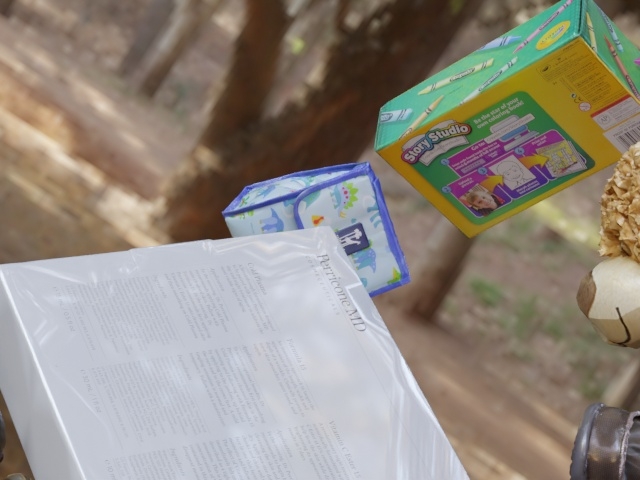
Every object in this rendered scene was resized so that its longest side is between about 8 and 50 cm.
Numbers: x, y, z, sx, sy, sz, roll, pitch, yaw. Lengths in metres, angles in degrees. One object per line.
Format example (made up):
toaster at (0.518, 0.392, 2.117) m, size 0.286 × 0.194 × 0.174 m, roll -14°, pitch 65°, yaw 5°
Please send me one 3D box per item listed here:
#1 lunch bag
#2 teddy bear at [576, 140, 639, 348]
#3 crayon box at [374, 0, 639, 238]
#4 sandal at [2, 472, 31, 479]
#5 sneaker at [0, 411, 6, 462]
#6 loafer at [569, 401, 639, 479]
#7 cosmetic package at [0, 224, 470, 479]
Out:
lunch bag at (0.000, 0.000, 1.856) m, size 0.096 × 0.151 × 0.129 m, roll -56°, pitch 129°, yaw -63°
teddy bear at (0.238, 0.097, 0.967) m, size 0.338 × 0.113 × 0.245 m, roll 52°, pitch 21°, yaw 1°
crayon box at (0.216, -0.129, 2.052) m, size 0.165 × 0.278 × 0.081 m, roll 42°, pitch 38°, yaw -28°
sandal at (-0.276, 0.262, 1.639) m, size 0.049 × 0.072 × 0.180 m, roll 23°, pitch 26°, yaw -22°
sneaker at (-0.344, 0.223, 1.665) m, size 0.106 × 0.281 × 0.162 m, roll 19°, pitch 6°, yaw 34°
loafer at (0.365, 0.273, 1.848) m, size 0.130 × 0.134 × 0.366 m, roll -12°, pitch -44°, yaw 37°
cosmetic package at (-0.053, 0.165, 1.394) m, size 0.284 × 0.097 × 0.377 m, roll -8°, pitch 50°, yaw -26°
